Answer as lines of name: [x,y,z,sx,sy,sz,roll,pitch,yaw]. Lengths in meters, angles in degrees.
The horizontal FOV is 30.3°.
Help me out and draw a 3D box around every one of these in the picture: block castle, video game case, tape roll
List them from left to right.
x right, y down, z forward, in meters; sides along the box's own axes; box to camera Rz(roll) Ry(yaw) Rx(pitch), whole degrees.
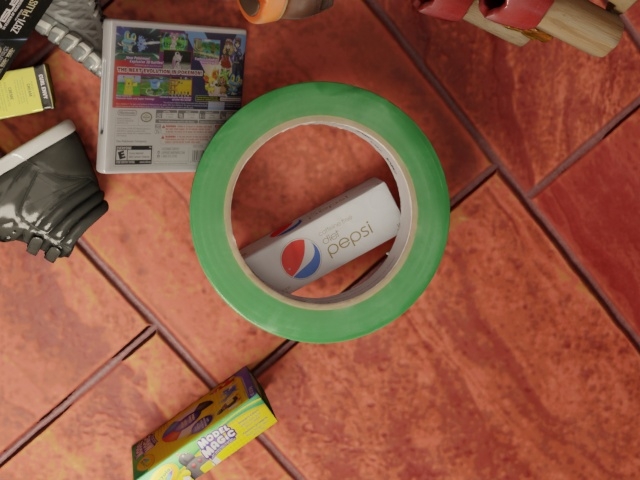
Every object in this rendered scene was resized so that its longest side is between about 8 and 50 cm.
video game case: [-0.181,-0.175,1.458,0.201,0.023,0.183,-4,103,-40]
tape roll: [-0.002,-0.036,1.471,0.321,0.077,0.321,0,93,-6]
block castle: [0.286,-0.456,1.397,0.213,0.303,0.453,22,97,-20]

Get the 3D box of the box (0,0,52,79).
box: [-0.386,-0.302,1.357,0.147,0.077,0.180,47,108,25]

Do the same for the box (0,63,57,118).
box: [-0.441,-0.166,1.429,0.232,0.087,0.058,-12,101,-7]

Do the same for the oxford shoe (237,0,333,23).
oxford shoe: [-0.007,-0.431,1.400,0.133,0.130,0.364,-8,135,-28]

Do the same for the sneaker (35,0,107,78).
sneaker: [-0.271,-0.280,1.439,0.228,0.086,0.132,36,90,-14]

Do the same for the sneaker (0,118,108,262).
sneaker: [-0.393,-0.012,1.455,0.296,0.104,0.147,-34,100,-7]

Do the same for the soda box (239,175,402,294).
soda box: [0.000,0.000,1.550,0.216,0.069,0.074,-29,103,-5]

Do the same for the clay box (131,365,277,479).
clay box: [-0.167,0.262,1.540,0.222,0.127,0.053,-34,104,-3]
